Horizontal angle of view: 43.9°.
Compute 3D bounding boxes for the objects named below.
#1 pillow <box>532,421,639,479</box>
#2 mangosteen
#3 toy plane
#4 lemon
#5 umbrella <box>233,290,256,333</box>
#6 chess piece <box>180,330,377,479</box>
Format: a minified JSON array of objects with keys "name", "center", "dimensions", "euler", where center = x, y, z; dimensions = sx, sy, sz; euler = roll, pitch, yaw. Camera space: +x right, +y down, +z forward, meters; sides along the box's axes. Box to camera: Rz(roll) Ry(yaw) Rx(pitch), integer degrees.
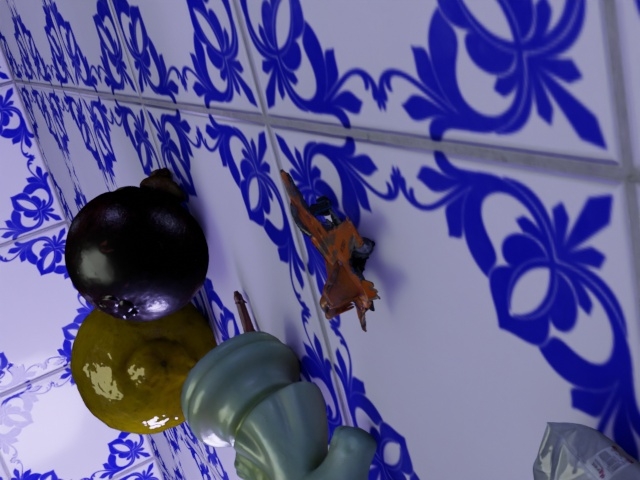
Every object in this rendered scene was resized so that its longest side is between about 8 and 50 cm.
[{"name":"pillow","center":[0.226,0.229,0.491],"dimensions":[0.254,0.078,0.144],"euler":[50,162,36]},{"name":"mangosteen","center":[-0.282,-0.003,1.264],"dimensions":[0.228,0.228,0.265],"euler":[113,171,-60]},{"name":"toy plane","center":[0.011,-0.003,0.785],"dimensions":[0.135,0.062,0.188],"euler":[102,153,-55]},{"name":"lemon","center":[-0.328,0.221,1.467],"dimensions":[0.316,0.285,0.285],"euler":[-46,67,45]},{"name":"umbrella","center":[-0.101,0.154,1.210],"dimensions":[0.025,0.027,0.165],"euler":[-15,99,22]},{"name":"chess piece","center":[-0.037,0.261,0.999],"dimensions":[0.298,0.176,0.175],"euler":[42,147,38]}]
